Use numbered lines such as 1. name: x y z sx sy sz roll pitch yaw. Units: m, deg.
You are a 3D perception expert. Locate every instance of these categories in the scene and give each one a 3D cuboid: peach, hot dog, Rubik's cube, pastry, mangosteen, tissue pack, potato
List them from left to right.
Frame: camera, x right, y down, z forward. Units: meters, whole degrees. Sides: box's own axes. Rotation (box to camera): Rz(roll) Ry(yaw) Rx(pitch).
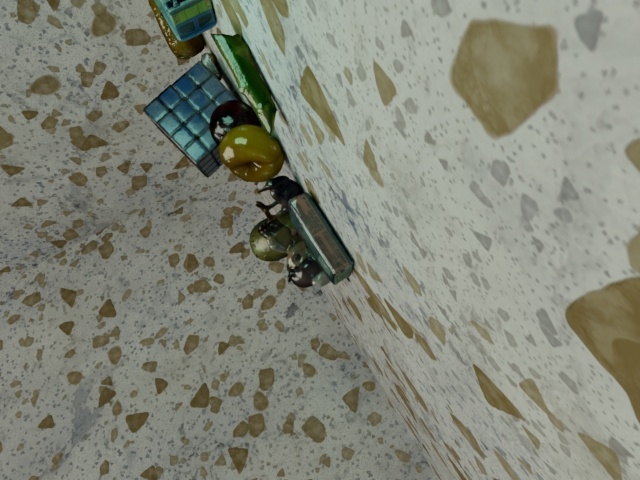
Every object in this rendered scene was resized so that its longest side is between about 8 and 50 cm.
1. pastry: -0.681 -1.017 2.078 0.356 0.163 0.356 60 176 7
2. Rubik's cube: -0.541 -0.542 2.043 0.344 0.337 0.344 47 174 -5
3. hot dog: -0.526 -0.824 2.120 0.144 0.075 0.268 66 173 -21
4. mangosteen: -0.337 -0.469 1.782 0.216 0.216 0.216 59 173 12
5. peach: -0.256 -0.323 1.669 0.251 0.153 0.251 15 155 7
6. potato: -0.206 -0.021 2.174 0.219 0.269 0.359 57 148 -7
7. tissue pack: 0.000 0.000 1.627 0.316 0.103 0.228 57 172 14

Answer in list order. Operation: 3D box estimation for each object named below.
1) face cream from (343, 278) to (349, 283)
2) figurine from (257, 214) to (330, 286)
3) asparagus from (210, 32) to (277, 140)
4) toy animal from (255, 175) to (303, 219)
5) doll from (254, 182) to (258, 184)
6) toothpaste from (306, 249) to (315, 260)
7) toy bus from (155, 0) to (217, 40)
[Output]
1. face cream: 0.105 0.167 1.901 0.038 0.020 0.115 61 170 -1
2. figurine: -0.097 0.039 1.943 0.365 0.206 0.218 54 -143 -8
3. asparagus: -0.202 -0.458 1.280 0.343 0.085 0.082 60 177 -7
4. toy animal: -0.145 -0.160 1.743 0.298 0.185 0.122 27 -156 -54
5. doll: -0.350 -0.395 2.250 0.257 0.215 0.161 -114 38 -53
6. toothpaste: -0.012 0.038 1.810 0.056 0.036 0.205 46 -162 1
7. toy bus: -0.478 -0.834 1.413 0.312 0.152 0.190 59 173 4
